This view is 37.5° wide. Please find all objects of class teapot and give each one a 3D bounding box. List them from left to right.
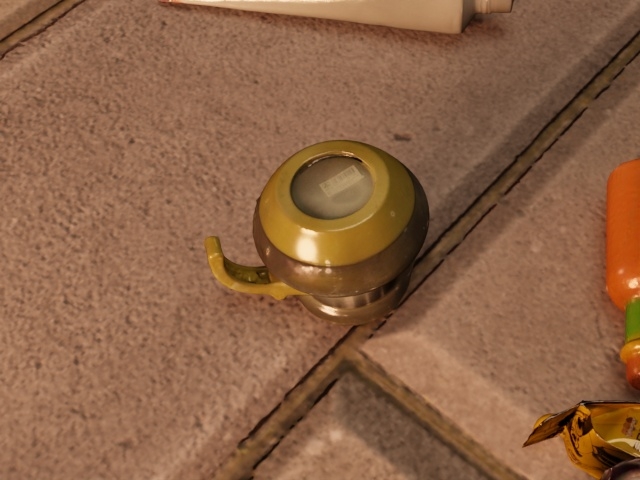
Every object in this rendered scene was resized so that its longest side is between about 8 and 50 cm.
[{"bbox_3d":[0.000,0.000,0.701,0.165,0.119,0.130,-16,53,-2],"label":"teapot"}]

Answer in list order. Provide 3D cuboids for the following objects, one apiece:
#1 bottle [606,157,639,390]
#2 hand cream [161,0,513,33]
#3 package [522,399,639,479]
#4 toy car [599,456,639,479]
[{"bbox_3d":[0.252,0.027,0.722,0.069,0.069,0.187,10,58,5],"label":"bottle"},{"bbox_3d":[0.017,-0.251,0.910,0.340,0.078,0.124,10,57,14],"label":"hand cream"},{"bbox_3d":[0.210,0.142,0.641,0.131,0.071,0.047,23,65,15],"label":"package"},{"bbox_3d":[0.203,0.231,0.534,0.235,0.172,0.158,22,73,18],"label":"toy car"}]
